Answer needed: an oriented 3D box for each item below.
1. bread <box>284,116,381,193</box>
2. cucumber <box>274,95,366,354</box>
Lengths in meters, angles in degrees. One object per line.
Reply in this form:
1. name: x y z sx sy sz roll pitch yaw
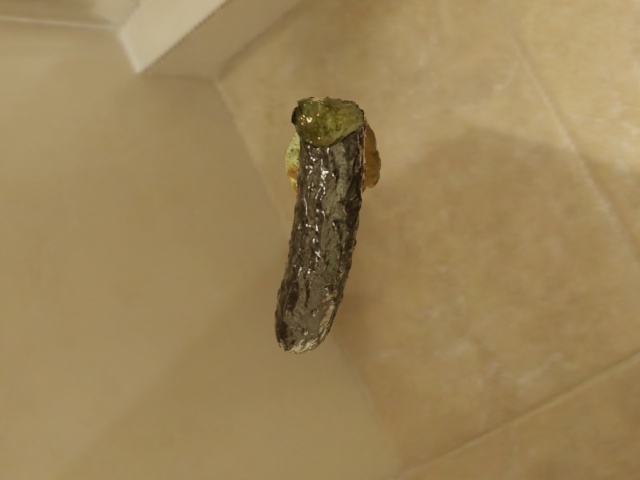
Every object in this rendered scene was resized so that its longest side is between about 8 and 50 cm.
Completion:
1. bread: 0.017 -0.121 1.825 0.069 0.140 0.128 -125 12 -63
2. cucumber: 0.000 0.000 1.290 0.081 0.072 0.303 17 126 16
